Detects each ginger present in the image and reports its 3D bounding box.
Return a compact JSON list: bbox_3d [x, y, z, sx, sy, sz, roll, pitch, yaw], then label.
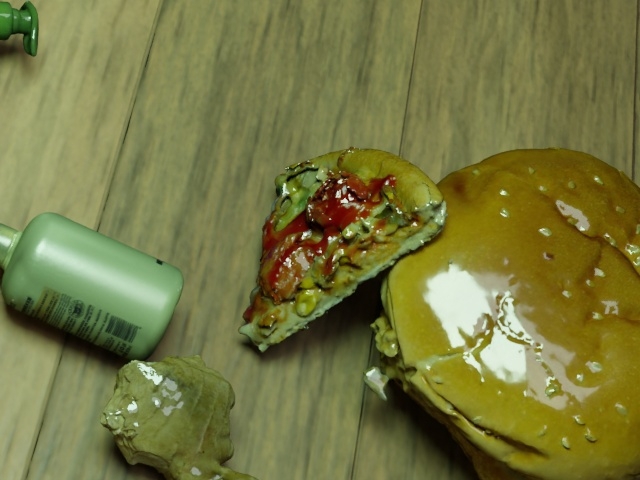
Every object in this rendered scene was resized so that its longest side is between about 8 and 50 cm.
[{"bbox_3d":[-0.088,0.147,1.029,0.165,0.067,0.096,46,52,-12],"label":"ginger"}]

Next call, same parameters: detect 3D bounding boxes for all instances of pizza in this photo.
[{"bbox_3d":[0.000,0.000,1.104,0.053,0.201,0.193,46,64,-36],"label":"pizza"}]

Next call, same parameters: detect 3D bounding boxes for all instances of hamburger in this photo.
[{"bbox_3d":[0.187,0.067,1.144,0.290,0.170,0.314,45,54,12],"label":"hamburger"}]

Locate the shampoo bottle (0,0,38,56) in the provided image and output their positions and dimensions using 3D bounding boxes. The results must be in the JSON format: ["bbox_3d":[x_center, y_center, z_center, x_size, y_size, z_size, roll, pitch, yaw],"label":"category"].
[{"bbox_3d":[-0.336,-0.173,1.075,0.234,0.087,0.118,-3,64,-28],"label":"shampoo bottle"}]

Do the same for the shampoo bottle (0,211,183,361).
[{"bbox_3d":[-0.189,0.027,1.037,0.162,0.079,0.079,25,54,-10],"label":"shampoo bottle"}]
